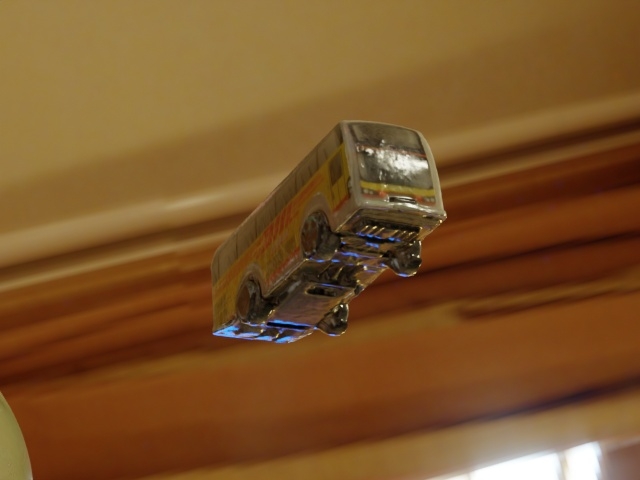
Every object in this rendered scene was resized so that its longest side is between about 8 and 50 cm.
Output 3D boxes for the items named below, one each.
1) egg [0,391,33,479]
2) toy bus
[{"bbox_3d":[-0.225,0.113,0.791,0.186,0.241,0.186,0,-90,34],"label":"egg"},{"bbox_3d":[0.000,0.000,1.522,0.268,0.092,0.106,-44,-134,53],"label":"toy bus"}]
